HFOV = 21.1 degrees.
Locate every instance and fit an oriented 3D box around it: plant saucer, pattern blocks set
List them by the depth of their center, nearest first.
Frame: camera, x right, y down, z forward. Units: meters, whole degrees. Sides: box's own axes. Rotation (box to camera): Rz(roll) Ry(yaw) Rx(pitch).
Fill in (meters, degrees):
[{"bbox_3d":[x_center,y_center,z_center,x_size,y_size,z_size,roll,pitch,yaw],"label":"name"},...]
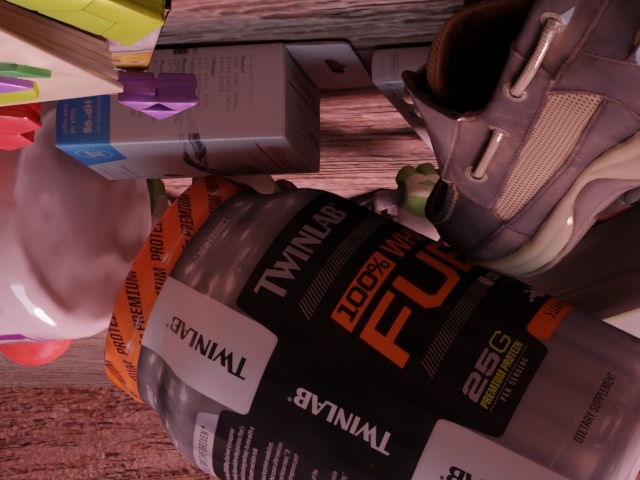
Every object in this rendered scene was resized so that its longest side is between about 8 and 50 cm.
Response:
[{"bbox_3d":[-0.200,-0.094,0.840,0.285,0.026,0.325,-8,166,40],"label":"pattern blocks set"},{"bbox_3d":[0.291,0.001,1.224,0.400,0.100,0.400,-13,169,-3],"label":"plant saucer"}]

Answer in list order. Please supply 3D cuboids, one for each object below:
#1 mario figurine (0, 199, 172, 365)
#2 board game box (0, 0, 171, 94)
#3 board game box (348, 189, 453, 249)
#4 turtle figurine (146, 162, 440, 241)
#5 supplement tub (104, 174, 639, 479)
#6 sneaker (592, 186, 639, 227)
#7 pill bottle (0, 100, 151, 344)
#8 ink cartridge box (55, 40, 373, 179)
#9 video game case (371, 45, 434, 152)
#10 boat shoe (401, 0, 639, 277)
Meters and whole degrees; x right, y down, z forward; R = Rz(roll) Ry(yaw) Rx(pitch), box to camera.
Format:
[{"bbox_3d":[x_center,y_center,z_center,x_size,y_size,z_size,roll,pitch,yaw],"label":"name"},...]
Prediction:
[{"bbox_3d":[-0.168,-0.005,1.438,0.320,0.170,0.198,-3,140,-50],"label":"mario figurine"},{"bbox_3d":[-0.206,-0.122,0.885,0.243,0.042,0.165,3,169,-11],"label":"board game box"},{"bbox_3d":[0.088,-0.002,1.516,0.170,0.048,0.141,7,167,-29],"label":"board game box"},{"bbox_3d":[0.000,0.000,1.276,0.266,0.275,0.198,34,162,-27],"label":"turtle figurine"},{"bbox_3d":[0.039,0.091,1.053,0.316,0.193,0.193,25,175,14],"label":"supplement tub"},{"bbox_3d":[0.180,-0.054,1.033,0.170,0.071,0.068,-27,174,38],"label":"sneaker"},{"bbox_3d":[-0.282,-0.009,1.177,0.301,0.169,0.169,-5,168,28],"label":"pill bottle"},{"bbox_3d":[-0.062,-0.078,1.062,0.180,0.060,0.104,-2,170,12],"label":"ink cartridge box"},{"bbox_3d":[0.157,-0.086,1.094,0.206,0.026,0.227,-2,169,15],"label":"video game case"},{"bbox_3d":[0.118,-0.084,0.887,0.130,0.132,0.355,34,158,-5],"label":"boat shoe"}]
